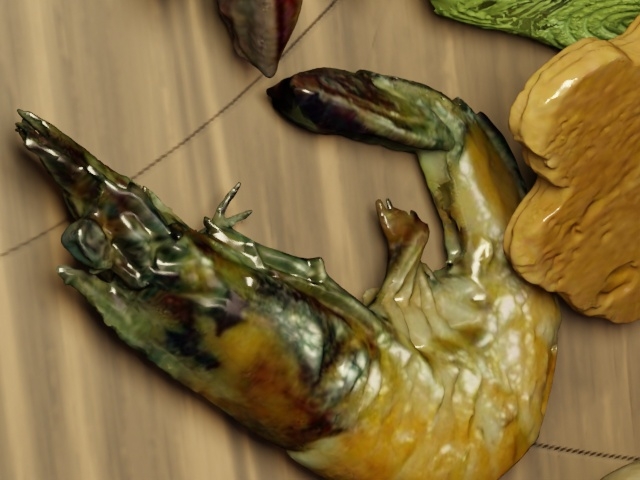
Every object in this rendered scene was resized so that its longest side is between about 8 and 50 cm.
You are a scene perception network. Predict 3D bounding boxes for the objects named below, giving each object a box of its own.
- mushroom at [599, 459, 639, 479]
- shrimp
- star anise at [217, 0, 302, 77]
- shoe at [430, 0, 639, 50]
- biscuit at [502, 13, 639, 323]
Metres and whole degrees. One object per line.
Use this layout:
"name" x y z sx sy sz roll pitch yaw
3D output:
"mushroom" 0.259 0.249 1.293 0.204 0.204 0.204 -2 94 -34
"shrimp" 0.000 0.000 1.179 0.445 0.085 0.272 27 73 -35
"star anise" -0.057 -0.226 1.099 0.283 0.129 0.212 25 82 -34
"shoe" 0.182 -0.193 1.249 0.262 0.140 0.128 0 88 -37
"biscuit" 0.238 -0.065 1.267 0.376 0.051 0.269 12 115 -51
